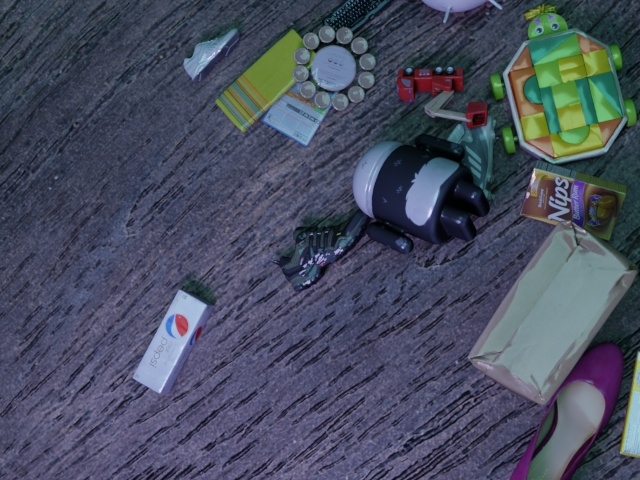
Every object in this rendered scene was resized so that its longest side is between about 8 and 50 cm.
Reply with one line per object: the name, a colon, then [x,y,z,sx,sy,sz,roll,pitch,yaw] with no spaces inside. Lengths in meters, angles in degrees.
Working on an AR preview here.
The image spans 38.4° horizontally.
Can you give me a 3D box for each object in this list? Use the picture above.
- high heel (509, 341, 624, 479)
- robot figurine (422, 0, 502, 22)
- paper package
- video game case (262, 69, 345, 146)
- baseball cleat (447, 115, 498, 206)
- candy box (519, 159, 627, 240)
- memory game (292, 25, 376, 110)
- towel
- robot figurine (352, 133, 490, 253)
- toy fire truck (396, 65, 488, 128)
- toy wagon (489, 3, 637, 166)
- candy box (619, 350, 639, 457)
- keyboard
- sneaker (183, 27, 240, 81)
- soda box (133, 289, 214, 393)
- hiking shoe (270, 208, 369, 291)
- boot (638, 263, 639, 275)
high heel: [0.482,0.364,1.763,0.127,0.181,0.377,27,89,12]
robot figurine: [0.266,-0.625,1.897,0.299,0.200,0.354,-16,81,9]
paper package: [0.422,0.143,1.724,0.168,0.325,0.310,35,90,11]
video game case: [-0.037,-0.304,2.012,0.119,0.015,0.166,31,90,12]
baseball cleat: [0.312,-0.161,1.915,0.109,0.072,0.206,4,75,17]
candy box: [0.507,-0.081,1.850,0.186,0.053,0.109,18,119,13]
memory game: [0.030,-0.372,1.984,0.186,0.012,0.186,0,90,-6]
towel: [-0.115,-0.350,2.020,0.237,0.021,0.102,-42,75,5]
robot figurine: [0.198,-0.095,1.852,0.278,0.209,0.174,24,129,29]
toy fire truck: [0.251,-0.298,1.915,0.192,0.047,0.135,0,56,10]
toy wagon: [0.488,-0.329,1.894,0.267,0.068,0.345,-13,82,8]
candy box: [0.660,0.330,1.814,0.105,0.027,0.206,11,86,13]
keyboard: [0.082,-0.523,2.003,0.192,0.038,0.100,-40,79,3]
sneaker: [-0.244,-0.423,2.042,0.152,0.053,0.061,-42,76,4]
soda box: [-0.314,0.217,1.978,0.073,0.069,0.216,28,90,11]
hiking shoe: [0.000,0.000,1.936,0.227,0.086,0.114,-44,82,4]
boot: [0.729,0.002,1.826,0.219,0.082,0.106,-16,60,12]
